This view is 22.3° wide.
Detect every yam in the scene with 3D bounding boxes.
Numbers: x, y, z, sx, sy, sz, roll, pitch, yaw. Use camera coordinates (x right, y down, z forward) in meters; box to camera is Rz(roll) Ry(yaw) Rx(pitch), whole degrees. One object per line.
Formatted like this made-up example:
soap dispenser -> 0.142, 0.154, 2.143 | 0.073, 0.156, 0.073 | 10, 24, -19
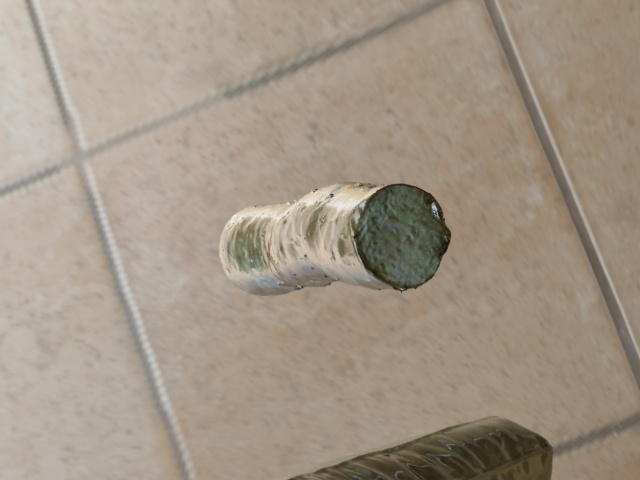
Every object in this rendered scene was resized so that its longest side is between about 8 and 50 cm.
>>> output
yam -> 0.000, 0.000, 0.910 | 0.061, 0.253, 0.061 | 1, 88, -19

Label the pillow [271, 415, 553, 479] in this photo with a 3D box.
pillow -> 0.004, 0.219, 0.848 | 0.120, 0.322, 0.255 | 31, 104, 24
